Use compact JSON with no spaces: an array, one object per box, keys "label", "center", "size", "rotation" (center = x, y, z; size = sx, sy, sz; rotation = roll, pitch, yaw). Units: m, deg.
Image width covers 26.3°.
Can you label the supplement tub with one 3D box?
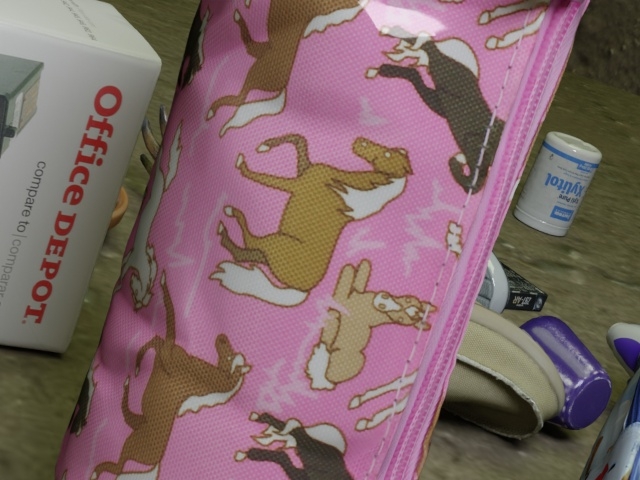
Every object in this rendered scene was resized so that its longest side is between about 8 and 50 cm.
[{"label":"supplement tub","center":[0.276,-0.066,1.597],"size":[0.071,0.107,0.071],"rotation":[19,17,-6]}]

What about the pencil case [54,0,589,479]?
[{"label":"pencil case","center":[0.000,0.000,0.597],"size":[0.160,0.386,0.167],"rotation":[18,7,-16]}]

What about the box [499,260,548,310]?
[{"label":"box","center":[0.163,0.038,1.291],"size":[0.067,0.018,0.083],"rotation":[6,23,-41]}]

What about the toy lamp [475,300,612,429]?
[{"label":"toy lamp","center":[0.113,0.057,1.071],"size":[0.080,0.080,0.275],"rotation":[6,23,-41]}]

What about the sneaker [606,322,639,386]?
[{"label":"sneaker","center":[0.265,0.126,0.986],"size":[0.323,0.130,0.236],"rotation":[3,17,-39]}]

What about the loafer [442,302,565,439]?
[{"label":"loafer","center":[0.044,0.074,0.915],"size":[0.268,0.092,0.102],"rotation":[29,-27,-18]}]

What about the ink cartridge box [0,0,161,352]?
[{"label":"ink cartridge box","center":[-0.253,-0.060,0.779],"size":[0.273,0.198,0.115],"rotation":[10,20,-31]}]

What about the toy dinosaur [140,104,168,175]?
[{"label":"toy dinosaur","center":[-0.079,-0.079,1.217],"size":[0.200,0.127,0.296],"rotation":[-21,11,-12]}]

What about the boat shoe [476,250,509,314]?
[{"label":"boat shoe","center":[0.100,0.005,1.203],"size":[0.076,0.083,0.226],"rotation":[5,22,-40]}]

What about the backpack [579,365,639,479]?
[{"label":"backpack","center":[0.239,0.140,0.648],"size":[0.277,0.213,0.263],"rotation":[22,38,0]}]

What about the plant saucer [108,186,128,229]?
[{"label":"plant saucer","center":[-0.244,-0.045,1.025],"size":[0.200,0.037,0.200],"rotation":[20,17,-6]}]
